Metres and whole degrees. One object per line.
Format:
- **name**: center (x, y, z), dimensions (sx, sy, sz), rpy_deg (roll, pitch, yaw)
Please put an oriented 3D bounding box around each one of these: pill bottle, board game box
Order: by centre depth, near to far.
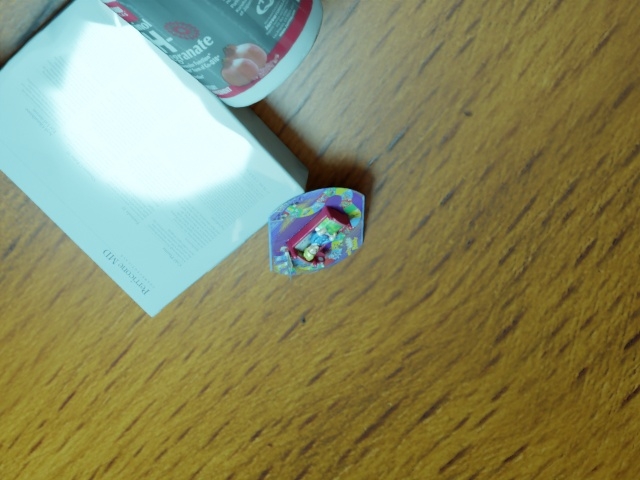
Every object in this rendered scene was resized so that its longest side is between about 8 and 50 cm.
- **pill bottle**: center (-0.163, -0.316, 1.574), dimensions (0.176, 0.176, 0.318), rpy_deg (-41, 120, 19)
- **board game box**: center (0.000, 0.000, 1.767), dimensions (0.133, 0.033, 0.168), rpy_deg (-14, 143, -12)

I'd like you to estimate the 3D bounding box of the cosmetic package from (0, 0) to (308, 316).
- **cosmetic package**: center (-0.245, -0.125, 1.745), dimensions (0.284, 0.097, 0.377), rpy_deg (-39, 106, 16)
